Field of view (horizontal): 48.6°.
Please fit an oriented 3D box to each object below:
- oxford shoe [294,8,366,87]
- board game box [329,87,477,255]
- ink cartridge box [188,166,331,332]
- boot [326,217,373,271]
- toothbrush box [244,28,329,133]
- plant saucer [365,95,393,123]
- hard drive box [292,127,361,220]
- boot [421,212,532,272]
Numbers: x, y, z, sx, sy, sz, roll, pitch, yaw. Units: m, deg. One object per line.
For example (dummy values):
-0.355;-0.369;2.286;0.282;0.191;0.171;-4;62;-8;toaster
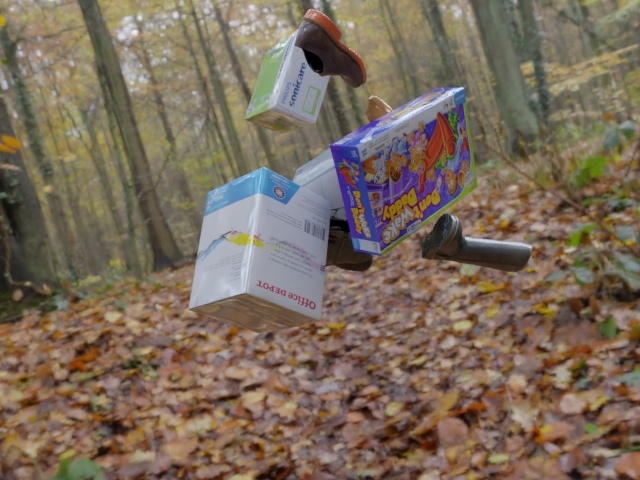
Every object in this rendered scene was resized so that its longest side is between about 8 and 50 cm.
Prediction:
0.019;-0.414;1.628;0.097;0.098;0.271;30;-3;35;oxford shoe
0.186;-0.152;1.474;0.078;0.233;0.347;12;36;45;board game box
-0.121;0.030;1.465;0.198;0.269;0.197;26;-30;-38;ink cartridge box
0.000;0.000;1.605;0.247;0.083;0.161;-2;-34;8;boot
-0.083;-0.409;1.871;0.122;0.206;0.283;18;-5;-19;toothbrush box
0.175;-0.267;1.743;0.037;0.200;0.200;-39;3;0;plant saucer
0.071;-0.128;1.625;0.232;0.181;0.089;-28;33;44;hard drive box
0.328;0.013;1.439;0.209;0.076;0.189;14;-16;-4;boot
